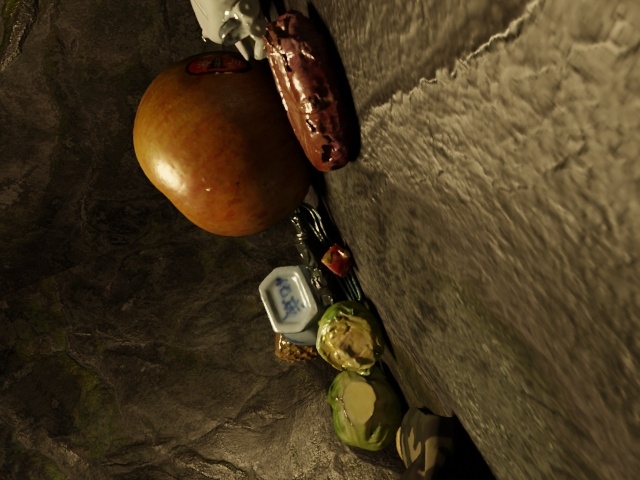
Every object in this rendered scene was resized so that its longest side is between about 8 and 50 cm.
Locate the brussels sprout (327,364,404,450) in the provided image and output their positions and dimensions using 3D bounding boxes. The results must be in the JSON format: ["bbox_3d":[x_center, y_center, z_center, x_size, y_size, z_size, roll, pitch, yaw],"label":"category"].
[{"bbox_3d":[0.122,0.446,1.150,0.244,0.244,0.244,157,90,-85],"label":"brussels sprout"}]

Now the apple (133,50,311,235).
[{"bbox_3d":[-0.212,-0.199,0.925,0.400,0.333,0.401,160,90,-86],"label":"apple"}]

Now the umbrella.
[{"bbox_3d":[-0.016,0.045,0.981,0.066,0.059,0.236,-5,113,47],"label":"umbrella"}]

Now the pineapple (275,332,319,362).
[{"bbox_3d":[0.011,0.347,1.472,0.169,0.340,0.169,-170,90,-73],"label":"pineapple"}]

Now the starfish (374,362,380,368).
[{"bbox_3d":[0.157,0.397,1.339,0.208,0.053,0.176,59,171,39],"label":"starfish"}]

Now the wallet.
[{"bbox_3d":[0.024,0.035,1.121,0.291,0.054,0.251,60,180,4],"label":"wallet"}]

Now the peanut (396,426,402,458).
[{"bbox_3d":[0.229,0.508,0.989,0.175,0.080,0.080,64,176,-17],"label":"peanut"}]

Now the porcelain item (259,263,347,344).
[{"bbox_3d":[-0.021,0.183,1.221,0.243,0.178,0.405,65,-171,18],"label":"porcelain item"}]

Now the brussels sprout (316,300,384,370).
[{"bbox_3d":[0.067,0.209,0.955,0.122,0.149,0.152,-56,-43,-79],"label":"brussels sprout"}]

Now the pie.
[{"bbox_3d":[-0.019,-0.185,0.541,0.218,0.054,0.205,-137,25,-79],"label":"pie"}]

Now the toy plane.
[{"bbox_3d":[-0.139,-0.369,0.626,0.252,0.118,0.252,54,175,7],"label":"toy plane"}]

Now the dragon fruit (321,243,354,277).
[{"bbox_3d":[0.045,0.045,0.932,0.060,0.056,0.083,39,180,23],"label":"dragon fruit"}]

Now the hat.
[{"bbox_3d":[0.173,0.456,0.691,0.367,0.257,0.381,68,156,8],"label":"hat"}]
